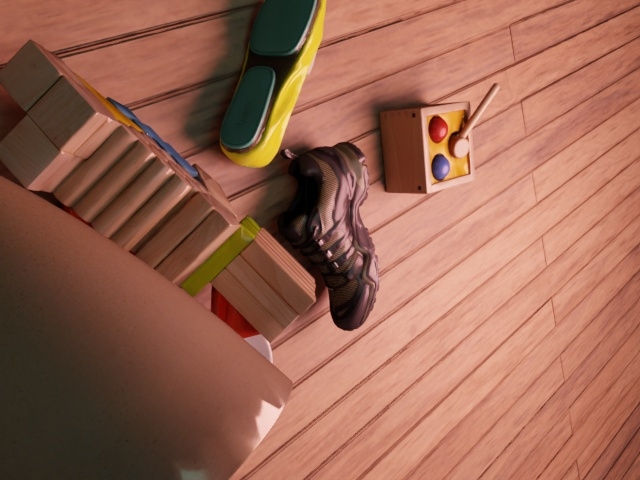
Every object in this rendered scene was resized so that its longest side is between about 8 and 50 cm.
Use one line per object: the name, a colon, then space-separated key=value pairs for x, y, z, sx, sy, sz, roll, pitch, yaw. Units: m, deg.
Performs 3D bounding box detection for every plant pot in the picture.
plant pot: x=-0.204 y=0.088 z=0.488 sx=0.274 sy=0.256 sz=0.256 roll=50 pitch=58 yaw=-2

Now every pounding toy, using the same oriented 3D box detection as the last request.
pounding toy: x=0.166 y=-0.139 z=0.912 sx=0.141 sy=0.100 sz=0.130 roll=-17 pitch=106 yaw=-41

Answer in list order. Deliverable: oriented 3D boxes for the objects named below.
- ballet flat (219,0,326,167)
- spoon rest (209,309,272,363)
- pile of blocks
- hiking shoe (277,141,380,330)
ballet flat: x=-0.045 y=-0.184 z=0.738 sx=0.077 sy=0.077 sz=0.230 roll=37 pitch=70 yaw=-62
spoon rest: x=-0.135 y=0.196 z=0.674 sx=0.137 sy=0.084 sz=0.276 roll=46 pitch=65 yaw=-36
pile of blocks: x=-0.155 y=-0.019 z=0.631 sx=0.112 sy=0.149 sz=0.362 roll=-44 pitch=119 yaw=5
hiking shoe: x=0.000 y=0.000 z=0.796 sx=0.114 sy=0.086 sz=0.226 roll=-9 pitch=95 yaw=-29
